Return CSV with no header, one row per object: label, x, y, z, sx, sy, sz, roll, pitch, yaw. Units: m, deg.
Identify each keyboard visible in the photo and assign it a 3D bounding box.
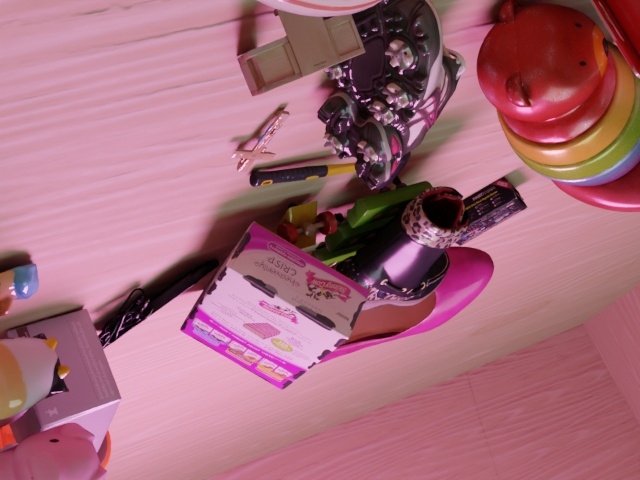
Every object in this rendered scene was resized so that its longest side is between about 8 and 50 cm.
keyboard,-0.215,0.075,1.174,0.192,0.038,0.100,-35,-176,23

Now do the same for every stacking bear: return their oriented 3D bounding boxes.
stacking bear,0.254,-0.146,0.981,0.164,0.175,0.289,-4,165,32

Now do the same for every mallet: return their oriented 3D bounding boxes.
mallet,0.015,-0.080,1.029,0.190,0.039,0.062,-6,154,-38

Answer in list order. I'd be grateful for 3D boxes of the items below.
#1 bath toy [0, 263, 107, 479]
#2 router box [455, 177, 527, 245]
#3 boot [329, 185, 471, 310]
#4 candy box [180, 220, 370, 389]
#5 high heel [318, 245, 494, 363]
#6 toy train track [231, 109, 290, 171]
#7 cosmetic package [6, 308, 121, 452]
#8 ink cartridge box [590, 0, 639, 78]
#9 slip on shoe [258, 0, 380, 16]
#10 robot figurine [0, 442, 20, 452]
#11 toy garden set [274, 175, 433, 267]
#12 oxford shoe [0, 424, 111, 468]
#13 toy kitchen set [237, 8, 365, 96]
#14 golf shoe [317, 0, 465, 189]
bath toy,-0.269,0.204,0.924,0.129,0.348,0.151,-20,177,-21
router box,0.241,-0.042,1.444,0.122,0.038,0.092,-30,162,14
boot,0.133,0.007,1.212,0.236,0.085,0.178,-10,154,-50
candy box,-0.061,0.086,1.157,0.071,0.159,0.233,-63,-172,-30
high heel,0.087,0.110,1.499,0.377,0.127,0.181,-28,173,16
toy train track,-0.056,-0.096,0.914,0.048,0.014,0.083,1,143,-42
cosmetic package,-0.323,0.191,1.179,0.107,0.127,0.238,-16,162,-30
ink cartridge box,0.338,-0.214,0.922,0.078,0.134,0.231,-36,161,32
slip on shoe,-0.041,-0.200,0.478,0.101,0.123,0.331,-39,154,24
robot figurine,-0.423,0.364,1.056,0.353,0.300,0.200,-34,152,4
toy garden set,0.000,0.000,1.218,0.204,0.049,0.244,-16,161,-33
oxford shoe,-0.462,0.295,1.291,0.133,0.130,0.364,-15,162,37
toy kitchen set,-0.023,-0.159,0.743,0.083,0.068,0.075,-23,-170,-8
golf shoe,0.067,-0.150,0.831,0.120,0.105,0.273,-41,170,-15
